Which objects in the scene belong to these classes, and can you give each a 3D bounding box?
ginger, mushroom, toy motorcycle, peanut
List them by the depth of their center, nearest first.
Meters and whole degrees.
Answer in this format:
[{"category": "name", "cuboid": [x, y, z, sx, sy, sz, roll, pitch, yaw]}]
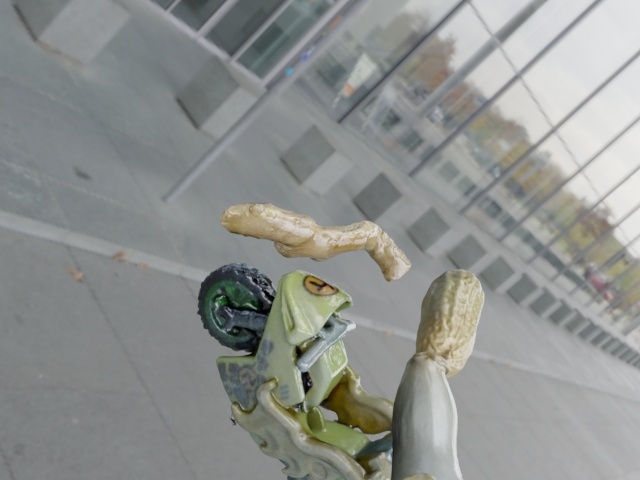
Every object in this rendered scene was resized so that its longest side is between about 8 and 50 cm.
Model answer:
[{"category": "mushroom", "cuboid": [0.122, 0.276, 0.919, 0.097, 0.109, 0.351, 6, 41, -3]}, {"category": "ginger", "cuboid": [0.000, 0.000, 1.072, 0.288, 0.089, 0.075, 14, 48, -34]}, {"category": "toy motorcycle", "cuboid": [-0.013, 0.206, 1.103, 0.169, 0.237, 0.409, -34, 100, -50]}, {"category": "peanut", "cuboid": [0.181, 0.119, 1.151, 0.083, 0.093, 0.194, 50, 44, -26]}]

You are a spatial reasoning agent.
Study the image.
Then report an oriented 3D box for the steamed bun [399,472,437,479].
[{"category": "steamed bun", "cuboid": [0.116, 0.337, 0.643, 0.295, 0.137, 0.292, 53, -16, 29]}]
